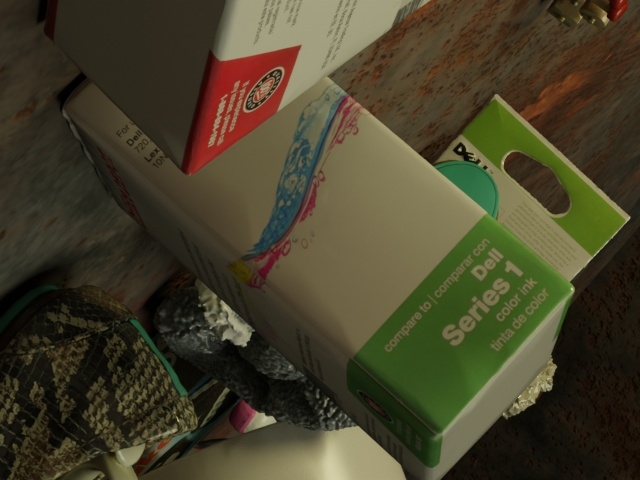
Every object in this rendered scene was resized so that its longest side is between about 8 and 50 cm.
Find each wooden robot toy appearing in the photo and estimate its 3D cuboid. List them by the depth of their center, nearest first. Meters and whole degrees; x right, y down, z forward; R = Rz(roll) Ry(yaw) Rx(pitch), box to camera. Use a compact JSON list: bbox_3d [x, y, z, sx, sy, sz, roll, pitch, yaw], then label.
[{"bbox_3d":[0.244,-0.238,1.579,0.079,0.076,0.173,-54,169,-10],"label":"wooden robot toy"}]

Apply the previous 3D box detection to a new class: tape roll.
[{"bbox_3d":[-0.037,0.252,1.523,0.246,0.169,0.246,-20,168,-4],"label":"tape roll"}]

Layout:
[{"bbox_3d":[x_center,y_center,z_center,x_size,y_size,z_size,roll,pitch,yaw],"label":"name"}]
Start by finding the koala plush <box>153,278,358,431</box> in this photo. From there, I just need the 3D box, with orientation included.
[{"bbox_3d":[-0.012,0.027,1.367,0.196,0.203,0.221,-43,155,-14],"label":"koala plush"}]

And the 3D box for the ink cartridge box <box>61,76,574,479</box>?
[{"bbox_3d":[0.000,0.000,1.066,0.117,0.278,0.201,-46,168,-9],"label":"ink cartridge box"}]

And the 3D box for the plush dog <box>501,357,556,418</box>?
[{"bbox_3d":[0.175,0.059,2.138,0.225,0.210,0.262,-57,-162,-10],"label":"plush dog"}]

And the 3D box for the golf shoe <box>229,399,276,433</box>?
[{"bbox_3d":[0.039,0.129,1.916,0.306,0.140,0.115,-35,165,-34],"label":"golf shoe"}]

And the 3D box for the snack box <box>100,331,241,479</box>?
[{"bbox_3d":[-0.179,0.187,1.576,0.322,0.060,0.187,-45,167,-1],"label":"snack box"}]

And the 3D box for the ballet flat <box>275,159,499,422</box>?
[{"bbox_3d":[0.050,0.055,1.689,0.342,0.116,0.124,-54,180,-40],"label":"ballet flat"}]

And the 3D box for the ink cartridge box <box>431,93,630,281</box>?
[{"bbox_3d":[0.158,0.015,1.814,0.255,0.189,0.097,-47,166,6],"label":"ink cartridge box"}]

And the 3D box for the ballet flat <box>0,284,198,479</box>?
[{"bbox_3d":[-0.263,0.247,1.217,0.483,0.182,0.164,-47,167,8],"label":"ballet flat"}]

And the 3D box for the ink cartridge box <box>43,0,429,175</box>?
[{"bbox_3d":[0.011,-0.186,0.881,0.273,0.114,0.197,-37,164,-28],"label":"ink cartridge box"}]

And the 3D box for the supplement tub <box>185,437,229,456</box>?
[{"bbox_3d":[-0.114,0.295,1.822,0.191,0.191,0.272,-47,167,6],"label":"supplement tub"}]
